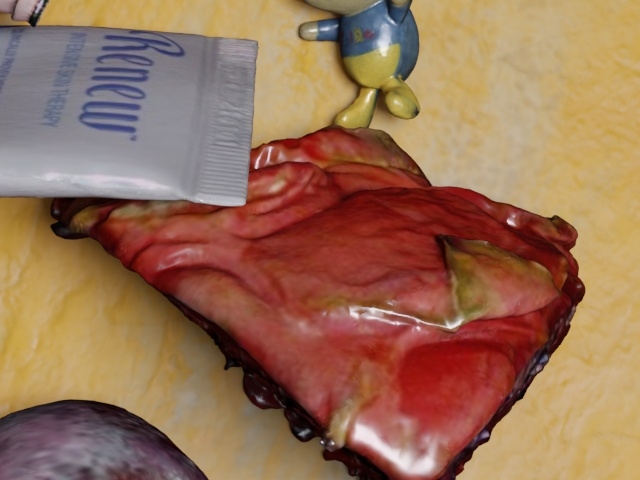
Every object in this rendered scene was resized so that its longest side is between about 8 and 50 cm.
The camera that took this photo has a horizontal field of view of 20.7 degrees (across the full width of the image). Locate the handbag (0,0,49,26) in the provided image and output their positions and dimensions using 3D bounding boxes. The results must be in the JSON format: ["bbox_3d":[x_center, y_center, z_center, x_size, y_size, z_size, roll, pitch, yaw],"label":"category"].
[{"bbox_3d":[-0.198,-0.232,1.107,0.116,0.205,0.179,26,113,-12],"label":"handbag"}]

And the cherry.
[{"bbox_3d":[-0.153,0.188,1.058,0.195,0.195,0.195,1,83,-5],"label":"cherry"}]

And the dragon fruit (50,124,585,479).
[{"bbox_3d":[0.007,-0.008,1.071,0.329,0.286,0.228,40,85,10],"label":"dragon fruit"}]

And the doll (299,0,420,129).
[{"bbox_3d":[0.023,-0.163,1.174,0.089,0.102,0.179,3,75,-48],"label":"doll"}]

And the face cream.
[{"bbox_3d":[-0.251,-0.076,1.080,0.420,0.235,0.137,1,118,-1],"label":"face cream"}]
